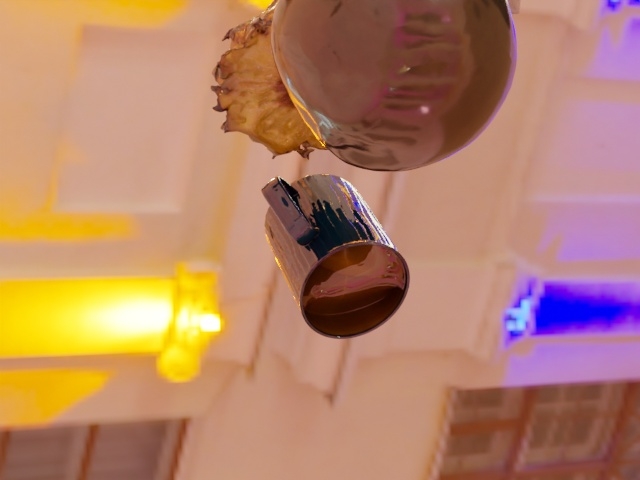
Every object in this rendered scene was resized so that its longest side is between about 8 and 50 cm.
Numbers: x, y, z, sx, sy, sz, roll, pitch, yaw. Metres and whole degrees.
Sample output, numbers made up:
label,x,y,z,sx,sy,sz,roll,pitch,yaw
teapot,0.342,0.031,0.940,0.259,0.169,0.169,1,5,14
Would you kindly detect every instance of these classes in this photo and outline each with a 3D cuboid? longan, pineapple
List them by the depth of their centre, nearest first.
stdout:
label,x,y,z,sx,sy,sz,roll,pitch,yaw
longan,0.058,-0.153,1.281,0.196,0.220,0.197,-5,-104,21
pineapple,-0.006,-0.169,1.588,0.225,0.224,0.076,-55,-147,43

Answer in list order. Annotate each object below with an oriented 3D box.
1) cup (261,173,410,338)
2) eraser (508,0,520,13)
label,x,y,z,sx,sy,sz,roll,pitch,yaw
cup,0.010,-0.002,1.646,0.138,0.113,0.150,-120,-164,-51
eraser,0.143,-0.283,1.760,0.103,0.150,0.023,-2,-115,24
